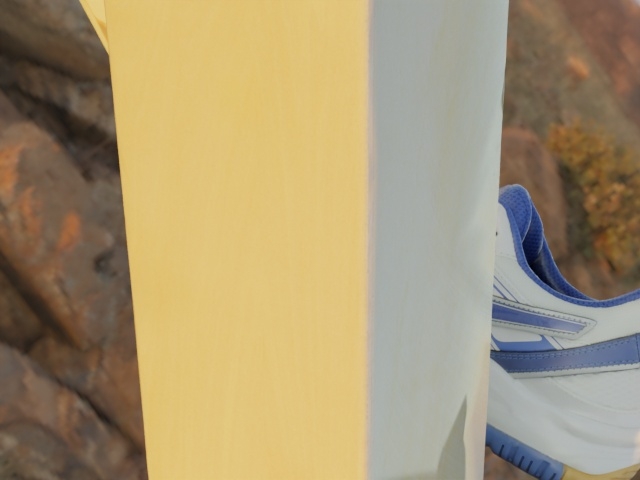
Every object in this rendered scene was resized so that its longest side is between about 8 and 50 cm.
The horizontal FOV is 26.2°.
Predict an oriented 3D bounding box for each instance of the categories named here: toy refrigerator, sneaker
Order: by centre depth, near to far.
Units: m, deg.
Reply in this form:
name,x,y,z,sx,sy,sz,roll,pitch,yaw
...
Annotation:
name,x,y,z,sx,sy,sz,roll,pitch,yaw
toy refrigerator,0.000,0.000,0.480,0.094,0.102,0.269,-34,132,-46
sneaker,0.061,0.016,0.764,0.296,0.131,0.112,27,11,14

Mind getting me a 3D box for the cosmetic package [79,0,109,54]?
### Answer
name,x,y,z,sx,sy,sz,roll,pitch,yaw
cosmetic package,-0.109,-0.153,0.776,0.060,0.041,0.115,-2,57,-49
